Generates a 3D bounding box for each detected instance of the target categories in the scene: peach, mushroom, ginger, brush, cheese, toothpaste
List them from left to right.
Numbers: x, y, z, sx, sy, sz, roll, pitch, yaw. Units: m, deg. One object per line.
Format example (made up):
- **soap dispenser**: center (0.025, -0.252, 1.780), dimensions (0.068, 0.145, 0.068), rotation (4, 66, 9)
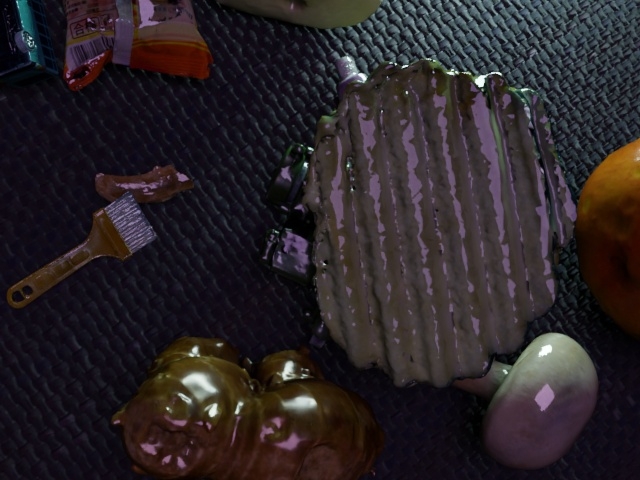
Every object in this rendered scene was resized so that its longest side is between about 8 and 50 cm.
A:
- **brush**: center (-0.333, 0.023, 1.104), dimensions (0.218, 0.010, 0.083), rotation (-34, 114, -13)
- **ginger**: center (-0.248, -0.075, 1.136), dimensions (0.137, 0.057, 0.044), rotation (-8, 40, -6)
- **ginger**: center (-0.075, 0.227, 1.026), dimensions (0.357, 0.274, 0.153), rotation (15, 98, -8)
- **cheese**: center (-0.009, -0.438, 1.186), dimensions (0.247, 0.173, 0.251), rotation (21, 72, -8)
- **toothpaste**: center (0.085, -0.137, 1.213), dimensions (0.048, 0.075, 0.301), rotation (-17, 81, -26)
- **mushroom**: center (0.281, 0.217, 1.160), dimensions (0.215, 0.207, 0.207), rotation (24, 74, 26)
- **peach**: center (0.538, 0.003, 1.171), dimensions (0.301, 0.342, 0.343), rotation (-11, 84, -33)

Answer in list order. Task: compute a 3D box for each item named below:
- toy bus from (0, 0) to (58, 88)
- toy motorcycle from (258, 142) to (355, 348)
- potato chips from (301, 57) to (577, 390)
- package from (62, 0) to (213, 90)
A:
- **toy bus**: center (-0.422, -0.297, 1.100), dimensions (0.079, 0.092, 0.160), rotation (-16, 85, 13)
- **toy motorcycle**: center (0.000, 0.000, 1.137), dimensions (0.205, 0.127, 0.275), rotation (25, 80, -3)
- **potato chips**: center (0.159, -0.023, 1.047), dimensions (0.358, 0.070, 0.430), rotation (-8, 91, -3)
- **package**: center (-0.269, -0.359, 1.141), dimensions (0.223, 0.108, 0.288), rotation (-9, 81, -16)
